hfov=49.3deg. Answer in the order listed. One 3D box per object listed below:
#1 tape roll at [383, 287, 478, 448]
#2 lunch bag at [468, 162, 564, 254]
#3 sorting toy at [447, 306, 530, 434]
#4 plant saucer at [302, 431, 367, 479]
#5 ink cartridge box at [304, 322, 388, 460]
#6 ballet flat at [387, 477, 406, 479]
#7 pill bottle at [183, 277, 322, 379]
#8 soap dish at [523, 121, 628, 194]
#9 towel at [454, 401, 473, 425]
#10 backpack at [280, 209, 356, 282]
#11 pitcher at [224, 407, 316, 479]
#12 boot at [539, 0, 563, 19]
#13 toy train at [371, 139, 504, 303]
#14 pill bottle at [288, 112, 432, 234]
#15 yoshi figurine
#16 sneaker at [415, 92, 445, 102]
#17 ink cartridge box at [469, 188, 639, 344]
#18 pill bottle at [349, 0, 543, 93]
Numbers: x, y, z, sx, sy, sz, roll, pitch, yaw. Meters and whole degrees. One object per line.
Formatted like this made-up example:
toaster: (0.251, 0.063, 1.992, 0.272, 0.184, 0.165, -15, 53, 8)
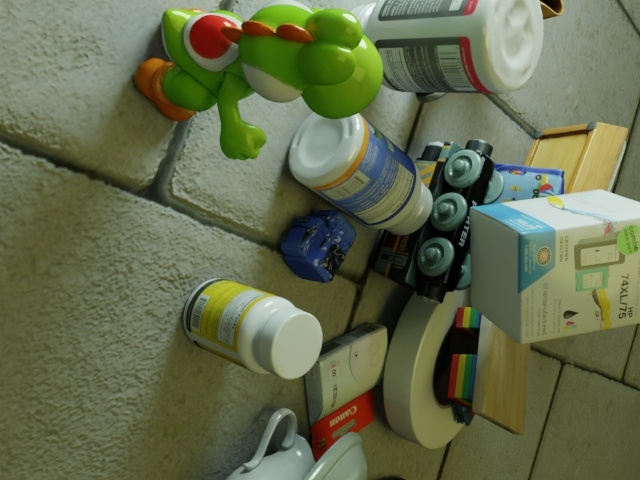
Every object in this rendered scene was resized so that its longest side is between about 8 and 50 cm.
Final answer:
tape roll: (0.268, 0.254, 1.521, 0.392, 0.072, 0.392, -19, 115, -49)
lunch bag: (0.381, -0.045, 1.440, 0.138, 0.293, 0.221, 1, 98, -45)
sorting toy: (0.360, 0.258, 1.478, 0.255, 0.089, 0.257, 36, 58, -49)
plant saucer: (-0.016, 0.521, 1.185, 0.400, 0.100, 0.400, -49, 159, -27)
ink cartridge box: (0.058, 0.299, 1.370, 0.189, 0.066, 0.232, -21, 109, -41)
ballet flat: (0.129, 0.566, 1.470, 0.280, 0.096, 0.095, 11, 91, -46)
pill bottle: (-0.104, 0.134, 1.058, 0.119, 0.208, 0.119, -13, 109, -43)
soap dish: (0.585, -0.147, 1.684, 0.118, 0.229, 0.290, 31, 77, -27)
towel: (0.314, 0.346, 1.524, 0.067, 0.029, 0.119, -51, 135, -37)
backpack: (0.000, 0.000, 1.211, 0.120, 0.098, 0.101, -54, 128, -21)
pitcher: (-0.095, 0.406, 1.199, 0.207, 0.125, 0.177, -32, 114, -47)
boot: (0.398, -0.452, 1.424, 0.295, 0.211, 0.104, 35, 75, -44)
toy train: (0.226, -0.044, 1.361, 0.142, 0.190, 0.334, 26, 80, -45)
pill bottle: (0.083, -0.111, 1.229, 0.272, 0.152, 0.152, 31, 77, -45)
yoshi figurine: (-0.065, -0.219, 0.907, 0.203, 0.362, 0.203, -31, 119, -37)
sneaker: (0.234, -0.377, 1.370, 0.227, 0.087, 0.130, -55, 130, -25)
ink cartridge box: (0.428, 0.037, 1.226, 0.270, 0.197, 0.198, -8, 107, -11)
pill bottle: (0.188, -0.336, 1.163, 0.176, 0.318, 0.176, -13, 109, -43)
